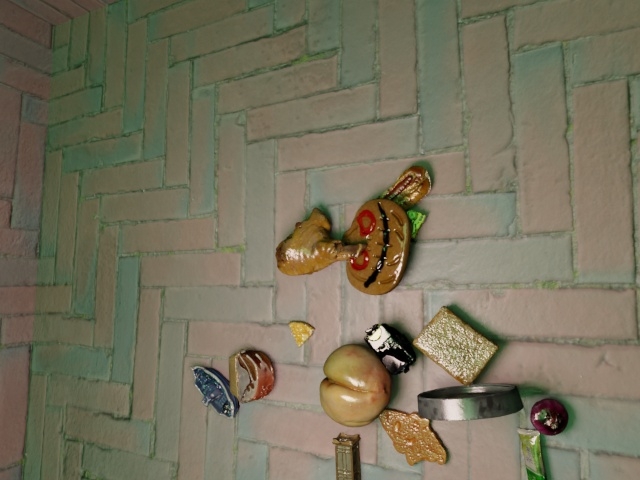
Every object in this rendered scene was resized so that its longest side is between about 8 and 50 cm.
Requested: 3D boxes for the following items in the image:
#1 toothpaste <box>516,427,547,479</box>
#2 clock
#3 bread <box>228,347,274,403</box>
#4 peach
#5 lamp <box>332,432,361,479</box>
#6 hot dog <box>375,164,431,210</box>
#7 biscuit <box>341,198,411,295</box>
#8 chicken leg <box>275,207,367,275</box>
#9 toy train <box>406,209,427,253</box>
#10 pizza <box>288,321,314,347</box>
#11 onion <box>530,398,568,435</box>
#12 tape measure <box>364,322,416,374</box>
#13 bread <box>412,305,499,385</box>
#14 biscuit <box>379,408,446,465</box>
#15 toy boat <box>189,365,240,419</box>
[{"bbox_3d":[0.691,0.735,1.363,0.078,0.047,0.247,-19,75,49],"label":"toothpaste"},{"bbox_3d":[0.466,0.508,1.345,0.319,0.319,0.066,-13,75,24],"label":"clock"},{"bbox_3d":[-0.293,0.572,1.805,0.212,0.143,0.224,-10,80,39],"label":"bread"},{"bbox_3d":[0.129,0.526,1.542,0.292,0.247,0.292,-24,49,31],"label":"peach"},{"bbox_3d":[0.105,0.909,1.600,0.089,0.090,0.325,-7,81,25],"label":"lamp"},{"bbox_3d":[0.313,-0.178,1.625,0.253,0.069,0.131,-41,69,18],"label":"hot dog"},{"bbox_3d":[0.195,0.021,1.615,0.314,0.063,0.367,14,97,43],"label":"biscuit"},{"bbox_3d":[0.000,0.000,1.688,0.410,0.182,0.294,-3,64,38],"label":"chicken leg"},{"bbox_3d":[0.317,0.003,1.614,0.085,0.053,0.249,29,97,19],"label":"toy train"},{"bbox_3d":[-0.086,0.394,1.780,0.123,0.026,0.108,11,92,23],"label":"pizza"},{"bbox_3d":[0.722,0.558,1.336,0.115,0.104,0.115,1,94,11],"label":"onion"},{"bbox_3d":[0.261,0.382,1.530,0.112,0.186,0.199,-40,66,12],"label":"tape measure"},{"bbox_3d":[0.467,0.366,1.476,0.234,0.110,0.184,38,95,24],"label":"bread"},{"bbox_3d":[0.328,0.707,1.541,0.280,0.043,0.183,28,93,30],"label":"biscuit"},{"bbox_3d":[-0.475,0.665,1.873,0.309,0.142,0.129,41,104,22],"label":"toy boat"}]
